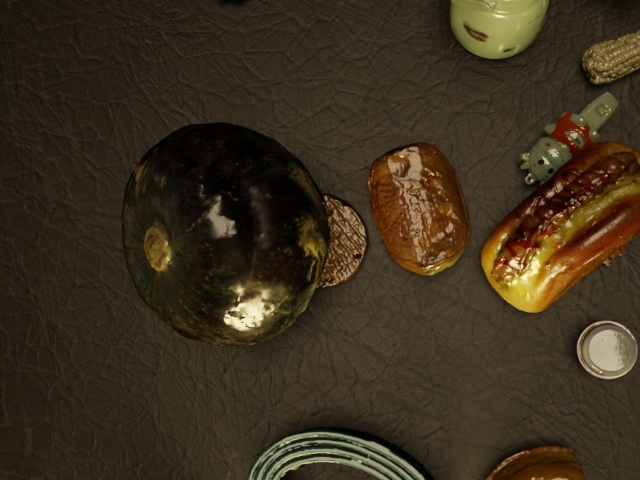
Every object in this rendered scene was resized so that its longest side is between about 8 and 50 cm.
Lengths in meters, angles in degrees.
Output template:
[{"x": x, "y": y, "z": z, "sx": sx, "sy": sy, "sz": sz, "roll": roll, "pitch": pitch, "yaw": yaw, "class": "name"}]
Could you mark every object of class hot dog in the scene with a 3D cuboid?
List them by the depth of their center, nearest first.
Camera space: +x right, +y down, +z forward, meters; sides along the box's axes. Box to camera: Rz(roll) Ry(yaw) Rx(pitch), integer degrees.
[{"x": 0.500, "y": -0.037, "z": 1.589, "sx": 0.405, "sy": 0.223, "sz": 0.185, "roll": -41, "pitch": 70, "yaw": 5, "class": "hot dog"}, {"x": 0.209, "y": -0.064, "z": 1.696, "sx": 0.196, "sy": 0.122, "sz": 0.272, "roll": -21, "pitch": 88, "yaw": 7, "class": "hot dog"}]

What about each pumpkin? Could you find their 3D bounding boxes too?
[{"x": -0.191, "y": -0.012, "z": 1.611, "sx": 0.455, "sy": 0.344, "sz": 0.453, "roll": 14, "pitch": 111, "yaw": 40, "class": "pumpkin"}]

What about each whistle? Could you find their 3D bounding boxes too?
[{"x": 0.520, "y": -0.207, "z": 1.681, "sx": 0.253, "sy": 0.106, "sz": 0.102, "roll": -44, "pitch": 123, "yaw": 1, "class": "whistle"}]

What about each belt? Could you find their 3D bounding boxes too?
[{"x": 0.063, "y": 0.545, "z": 1.640, "sx": 0.437, "sy": 0.173, "sz": 0.300, "roll": 20, "pitch": 86, "yaw": 8, "class": "belt"}]

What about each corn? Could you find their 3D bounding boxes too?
[{"x": 0.651, "y": -0.397, "z": 1.689, "sx": 0.211, "sy": 0.087, "sz": 0.087, "roll": -23, "pitch": 83, "yaw": 1, "class": "corn"}]

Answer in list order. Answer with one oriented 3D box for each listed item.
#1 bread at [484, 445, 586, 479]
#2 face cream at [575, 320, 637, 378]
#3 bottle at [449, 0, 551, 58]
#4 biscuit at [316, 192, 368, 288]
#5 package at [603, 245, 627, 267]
[{"x": 0.395, "y": 0.568, "z": 1.587, "sx": 0.179, "sy": 0.194, "sz": 0.339, "roll": 13, "pitch": 92, "yaw": 6, "class": "bread"}, {"x": 0.578, "y": 0.221, "z": 1.636, "sx": 0.117, "sy": 0.104, "sz": 0.117, "roll": -1, "pitch": 86, "yaw": 8, "class": "face cream"}, {"x": 0.354, "y": -0.510, "z": 1.595, "sx": 0.229, "sy": 0.352, "sz": 0.229, "roll": -1, "pitch": 86, "yaw": 9, "class": "bottle"}, {"x": 0.000, "y": 0.000, "z": 1.757, "sx": 0.212, "sy": 0.036, "sz": 0.212, "roll": -1, "pitch": 84, "yaw": 8, "class": "biscuit"}, {"x": 0.581, "y": 0.003, "z": 1.688, "sx": 0.110, "sy": 0.033, "sz": 0.077, "roll": 46, "pitch": 102, "yaw": 12, "class": "package"}]
